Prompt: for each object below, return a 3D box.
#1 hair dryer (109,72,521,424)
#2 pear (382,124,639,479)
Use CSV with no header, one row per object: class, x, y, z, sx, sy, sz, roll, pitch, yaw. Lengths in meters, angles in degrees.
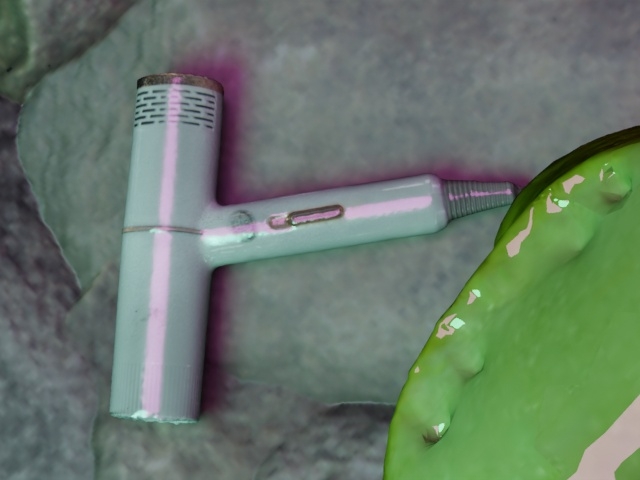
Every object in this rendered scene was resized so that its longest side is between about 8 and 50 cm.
hair dryer,0.001,0.008,0.791,0.183,0.044,0.155,4,84,9
pear,0.178,0.094,0.652,0.342,0.238,0.318,-45,63,7
